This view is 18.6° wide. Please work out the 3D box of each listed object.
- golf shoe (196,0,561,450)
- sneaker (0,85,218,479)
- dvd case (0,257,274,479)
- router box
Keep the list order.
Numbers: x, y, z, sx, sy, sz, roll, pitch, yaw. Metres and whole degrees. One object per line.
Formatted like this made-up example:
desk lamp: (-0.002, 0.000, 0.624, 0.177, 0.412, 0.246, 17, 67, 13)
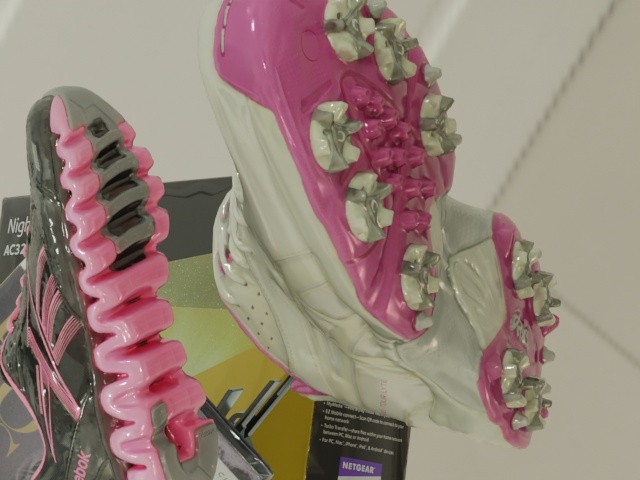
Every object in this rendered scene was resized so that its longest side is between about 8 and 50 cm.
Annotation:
golf shoe: (0.000, 0.000, 0.816, 0.140, 0.306, 0.115, 0, 58, 25)
sneaker: (-0.068, 0.019, 0.528, 0.057, 0.047, 0.119, -11, 91, 27)
dvd case: (-0.146, 0.121, 1.017, 0.164, 0.018, 0.221, 48, 122, 2)
router box: (-0.082, 0.091, 1.124, 0.308, 0.081, 0.243, -4, 75, 45)
